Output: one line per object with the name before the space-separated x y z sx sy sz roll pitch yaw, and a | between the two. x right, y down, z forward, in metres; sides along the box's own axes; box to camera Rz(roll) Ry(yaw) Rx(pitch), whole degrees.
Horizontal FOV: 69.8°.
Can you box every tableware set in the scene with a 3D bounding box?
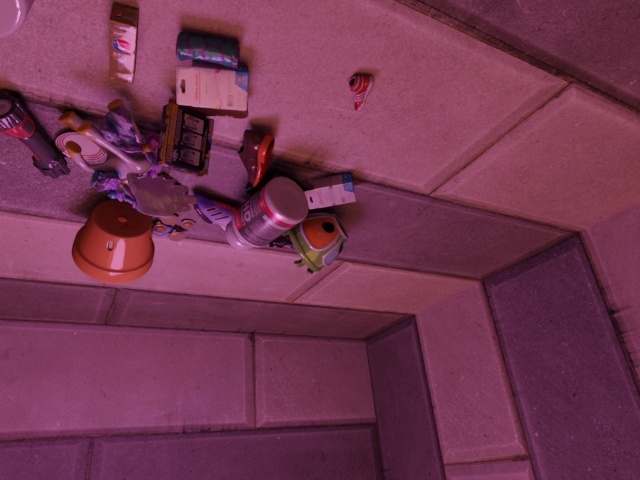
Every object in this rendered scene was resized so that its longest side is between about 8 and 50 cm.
tableware set | -0.603 -0.054 1.881 0.141 0.020 0.169 -34 143 24

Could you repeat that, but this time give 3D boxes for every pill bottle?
pill bottle | -0.205 -0.081 1.645 0.176 0.176 0.319 17 145 -38

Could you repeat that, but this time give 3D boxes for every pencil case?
pencil case | -0.274 -0.464 1.124 0.152 0.064 0.070 3 136 -16

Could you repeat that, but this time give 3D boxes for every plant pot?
plant pot | -0.754 -0.016 1.713 0.291 0.290 0.203 10 132 -28

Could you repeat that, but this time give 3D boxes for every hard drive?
hard drive | -0.147 -0.176 1.727 0.172 0.054 0.255 -20 150 25

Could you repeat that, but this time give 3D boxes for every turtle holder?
turtle holder | 0.003 0.010 1.926 0.228 0.243 0.320 -30 139 9

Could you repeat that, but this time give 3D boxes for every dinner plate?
dinner plate | -0.739 -0.293 1.420 0.141 0.017 0.141 -4 153 -2

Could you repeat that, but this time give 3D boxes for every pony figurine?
pony figurine | -0.538 -0.230 1.354 0.351 0.302 0.363 -6 142 22

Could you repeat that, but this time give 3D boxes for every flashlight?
flashlight | -0.845 -0.291 1.324 0.103 0.103 0.304 -23 161 -14

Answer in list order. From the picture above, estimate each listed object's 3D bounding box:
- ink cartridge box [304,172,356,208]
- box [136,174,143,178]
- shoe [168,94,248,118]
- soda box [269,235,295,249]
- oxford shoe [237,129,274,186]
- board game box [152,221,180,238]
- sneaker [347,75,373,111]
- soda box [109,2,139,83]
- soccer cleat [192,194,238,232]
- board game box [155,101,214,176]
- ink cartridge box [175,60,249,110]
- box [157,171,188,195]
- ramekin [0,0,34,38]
ink cartridge box | 0.035 -0.185 1.717 0.180 0.060 0.104 -9 140 6
box | -0.644 -0.235 1.542 0.136 0.028 0.081 -24 148 29
shoe | -0.311 -0.387 1.289 0.219 0.058 0.076 4 173 -11
soda box | -0.145 0.002 2.069 0.169 0.060 0.053 7 151 -23
oxford shoe | -0.218 -0.274 1.512 0.099 0.096 0.271 27 151 -2
board game box | -0.653 -0.043 1.924 0.090 0.020 0.090 -23 148 31
sneaker | 0.101 -0.421 1.308 0.067 0.042 0.118 0 145 -19
soda box | -0.468 -0.463 1.091 0.058 0.061 0.181 7 151 -22
soccer cleat | -0.376 -0.108 1.786 0.116 0.108 0.318 -35 144 10
board game box | -0.376 -0.276 1.280 0.048 0.170 0.141 -2 170 43
ink cartridge box | -0.282 -0.406 1.201 0.182 0.061 0.104 1 125 -14
box | -0.556 -0.188 1.652 0.094 0.027 0.137 -16 151 17
ramekin | -0.684 -0.518 0.860 0.278 0.135 0.277 -5 153 -2
